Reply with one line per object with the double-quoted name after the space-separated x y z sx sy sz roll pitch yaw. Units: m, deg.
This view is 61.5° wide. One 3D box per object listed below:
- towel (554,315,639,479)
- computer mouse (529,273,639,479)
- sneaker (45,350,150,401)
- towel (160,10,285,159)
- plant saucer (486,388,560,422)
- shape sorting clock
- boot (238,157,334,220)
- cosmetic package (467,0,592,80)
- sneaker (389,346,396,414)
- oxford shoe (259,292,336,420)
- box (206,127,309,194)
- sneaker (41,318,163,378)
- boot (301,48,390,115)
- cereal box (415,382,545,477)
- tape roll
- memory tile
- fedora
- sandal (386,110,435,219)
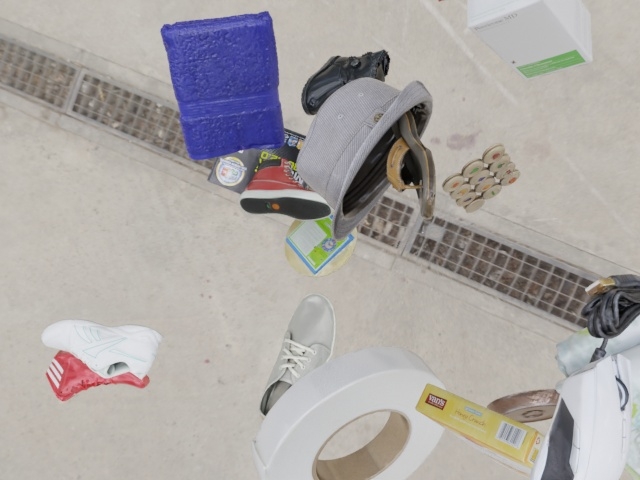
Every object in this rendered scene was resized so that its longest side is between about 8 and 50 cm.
0.454 0.134 0.516 0.375 0.090 0.320 -32 126 24 "towel"
0.200 0.116 0.374 0.042 0.106 0.192 27 110 50 "computer mouse"
-0.506 0.319 1.205 0.221 0.087 0.128 19 57 8 "sneaker"
-0.200 -0.327 1.156 0.228 0.308 0.076 -10 44 -9 "towel"
0.416 0.331 1.059 0.169 0.168 0.029 -11 56 11 "plant saucer"
0.000 0.000 1.422 0.206 0.040 0.206 -10 66 24 "shape sorting clock"
-0.063 -0.140 1.335 0.244 0.088 0.176 7 50 18 "boot"
0.553 -0.576 1.404 0.197 0.366 0.155 -6 78 44 "cosmetic package"
0.258 0.457 1.676 0.108 0.121 0.302 -7 126 18 "sneaker"
-0.067 0.373 1.664 0.169 0.130 0.449 15 74 20 "oxford shoe"
-0.149 -0.213 1.491 0.270 0.060 0.216 23 90 9 "box"
-0.274 0.133 0.658 0.152 0.053 0.061 3 61 8 "sneaker"
0.077 -0.471 1.592 0.207 0.094 0.246 9 56 40 "boot"
0.265 0.288 0.747 0.240 0.173 0.047 40 72 -33 "cereal box"
0.064 0.371 1.018 0.392 0.392 0.072 -49 40 8 "tape roll"
0.263 -0.096 0.873 0.113 0.148 0.012 -36 60 19 "memory tile"
0.054 -0.146 0.841 0.124 0.244 0.275 36 86 16 "fedora"
0.118 -0.112 0.759 0.060 0.090 0.219 -11 52 1 "sandal"
